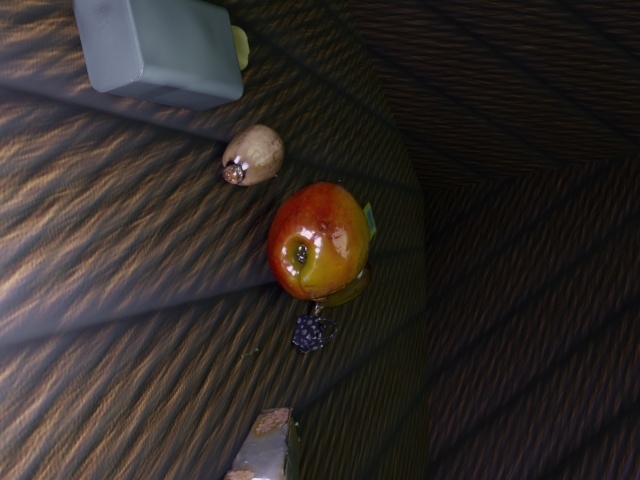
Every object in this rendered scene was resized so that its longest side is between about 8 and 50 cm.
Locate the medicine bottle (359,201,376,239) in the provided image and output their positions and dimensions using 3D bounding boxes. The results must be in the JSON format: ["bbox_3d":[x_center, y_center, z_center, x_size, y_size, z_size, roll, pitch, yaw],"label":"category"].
[{"bbox_3d":[0.125,-0.043,2.182,0.250,0.137,0.141,-51,129,-63],"label":"medicine bottle"}]

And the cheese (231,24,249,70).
[{"bbox_3d":[-0.271,-0.532,1.506,0.255,0.050,0.127,-35,115,-65],"label":"cheese"}]

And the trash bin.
[{"bbox_3d":[-0.325,-0.409,1.163,0.343,0.158,0.222,-20,100,-68],"label":"trash bin"}]

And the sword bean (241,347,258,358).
[{"bbox_3d":[-0.183,0.293,1.425,0.083,0.012,0.012,-12,93,-70],"label":"sword bean"}]

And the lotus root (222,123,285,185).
[{"bbox_3d":[-0.175,-0.229,1.497,0.154,0.140,0.257,63,32,-23],"label":"lotus root"}]

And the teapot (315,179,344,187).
[{"bbox_3d":[0.030,-0.143,2.008,0.130,0.119,0.165,-3,85,-68],"label":"teapot"}]

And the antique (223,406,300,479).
[{"bbox_3d":[-0.120,0.529,1.344,0.284,0.150,0.125,-70,149,-66],"label":"antique"}]

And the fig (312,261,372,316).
[{"bbox_3d":[0.034,0.169,1.841,0.320,0.217,0.217,-60,141,-25],"label":"fig"}]

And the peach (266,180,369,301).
[{"bbox_3d":[-0.002,0.001,1.628,0.373,0.290,0.372,-9,90,-72],"label":"peach"}]

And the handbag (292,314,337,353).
[{"bbox_3d":[-0.010,0.278,1.697,0.072,0.139,0.115,54,33,-35],"label":"handbag"}]
